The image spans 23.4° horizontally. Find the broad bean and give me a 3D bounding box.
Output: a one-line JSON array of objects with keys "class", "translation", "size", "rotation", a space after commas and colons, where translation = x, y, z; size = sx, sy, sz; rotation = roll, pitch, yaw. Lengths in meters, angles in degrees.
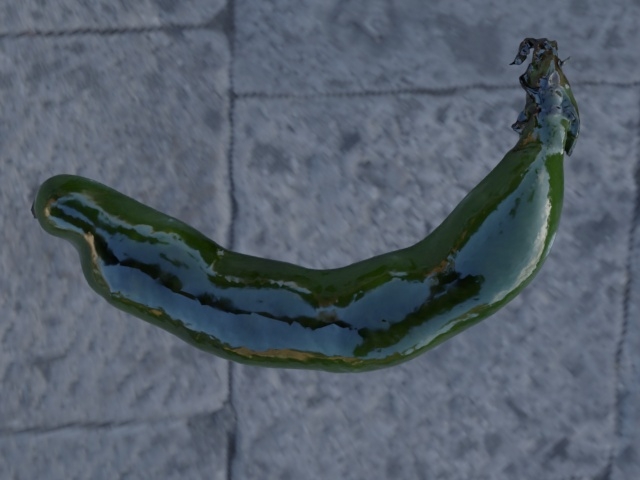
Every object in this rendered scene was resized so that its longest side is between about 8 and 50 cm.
[{"class": "broad bean", "translation": [0.000, 0.000, 0.792], "size": [0.292, 0.049, 0.144], "rotation": [-15, 90, 11]}]
